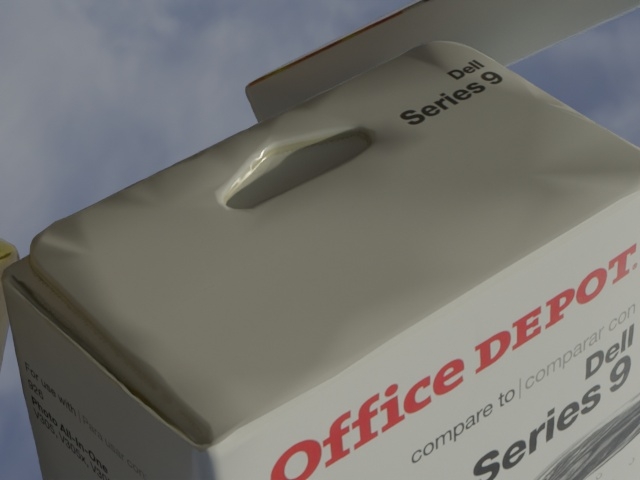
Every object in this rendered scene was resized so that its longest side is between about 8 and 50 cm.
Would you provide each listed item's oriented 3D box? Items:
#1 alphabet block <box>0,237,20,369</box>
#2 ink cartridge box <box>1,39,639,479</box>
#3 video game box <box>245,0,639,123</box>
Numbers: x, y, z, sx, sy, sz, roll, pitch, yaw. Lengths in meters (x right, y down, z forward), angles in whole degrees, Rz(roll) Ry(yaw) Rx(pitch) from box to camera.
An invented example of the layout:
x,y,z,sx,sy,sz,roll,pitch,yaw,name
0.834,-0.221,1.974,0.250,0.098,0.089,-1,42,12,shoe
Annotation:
x,y,z,sx,sy,sz,roll,pitch,yaw,name
-0.252,0.080,0.626,0.192,0.197,0.193,18,-166,17,alphabet block
0.014,0.099,0.644,0.211,0.289,0.121,-30,-134,-28,ink cartridge box
0.091,-0.109,0.770,0.205,0.048,0.187,-23,-176,26,video game box
